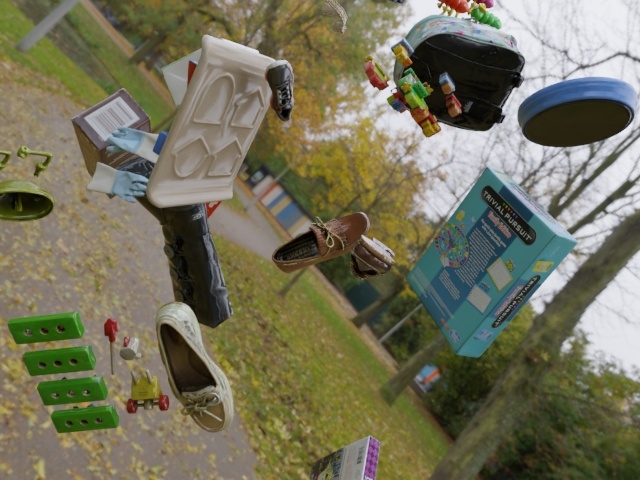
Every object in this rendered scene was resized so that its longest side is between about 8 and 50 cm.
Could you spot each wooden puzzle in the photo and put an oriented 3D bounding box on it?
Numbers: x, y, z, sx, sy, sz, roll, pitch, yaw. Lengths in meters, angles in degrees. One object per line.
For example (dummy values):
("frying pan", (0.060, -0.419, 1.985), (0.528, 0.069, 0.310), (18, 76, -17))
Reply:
("wooden puzzle", (-0.234, -0.250, 1.282), (0.080, 0.347, 0.322), (28, 16, 16))

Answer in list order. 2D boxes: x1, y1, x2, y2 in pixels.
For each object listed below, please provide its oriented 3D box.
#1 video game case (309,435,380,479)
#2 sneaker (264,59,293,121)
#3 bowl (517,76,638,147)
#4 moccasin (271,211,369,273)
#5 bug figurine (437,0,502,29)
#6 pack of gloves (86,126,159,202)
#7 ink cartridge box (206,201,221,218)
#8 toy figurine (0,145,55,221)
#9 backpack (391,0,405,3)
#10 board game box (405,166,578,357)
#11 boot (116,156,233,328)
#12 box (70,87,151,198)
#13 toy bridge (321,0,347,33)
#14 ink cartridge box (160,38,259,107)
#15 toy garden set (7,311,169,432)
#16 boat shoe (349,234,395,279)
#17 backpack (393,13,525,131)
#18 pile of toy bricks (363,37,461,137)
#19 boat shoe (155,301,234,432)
("video game case", (0.035, 0.562, 1.288), (0.042, 0.210, 0.232), (37, 38, -17))
("sneaker", (-0.076, -0.311, 1.255), (0.158, 0.061, 0.065), (85, -17, -64))
("bowl", (0.894, -0.435, 2.084), (0.391, 0.391, 0.077), (50, 40, -68))
("moccasin", (-0.001, -0.003, 2.183), (0.147, 0.380, 0.139), (50, 23, -71))
("bug figurine", (0.353, -0.607, 1.480), (0.216, 0.072, 0.279), (25, 41, -20))
("pack of gloves", (-0.516, -0.207, 1.555), (0.232, 0.195, 0.046), (16, -10, 32))
("ink cartridge box", (-0.415, -0.170, 2.002), (0.179, 0.145, 0.045), (39, 14, -11))
("toy figurine", (-0.702, -0.152, 1.102), (0.363, 0.191, 0.217), (-5, 40, -34))
("backpack", (0.171, -0.646, 1.466), (0.120, 0.098, 0.101), (-8, 40, -47))
("board game box", (0.358, 0.048, 1.310), (0.079, 0.336, 0.253), (14, 31, -33))
("boot", (-0.424, 0.006, 1.741), (0.367, 0.146, 0.445), (30, -40, 42))
("box", (-0.654, -0.301, 1.914), (0.143, 0.191, 0.381), (48, -23, 6))
("toy bridge", (0.035, -0.606, 1.574), (0.063, 0.026, 0.188), (30, -3, 24))
("ink cartridge box", (-0.284, -0.477, 1.750), (0.353, 0.207, 0.119), (-38, 107, -73))
("toy garden set", (-0.378, 0.214, 1.009), (0.049, 0.204, 0.244), (-93, 176, -61))
("boat shoe", (0.085, 0.037, 1.024), (0.073, 0.073, 0.207), (43, 6, 11))
("backpack", (0.292, -0.379, 1.322), (0.254, 0.225, 0.191), (8, 43, -13))
("pile of toy bricks", (0.179, -0.272, 1.117), (0.212, 0.118, 0.105), (44, 35, -26))
("boat shoe", (-0.251, 0.261, 1.148), (0.089, 0.105, 0.285), (-101, 169, -75))
